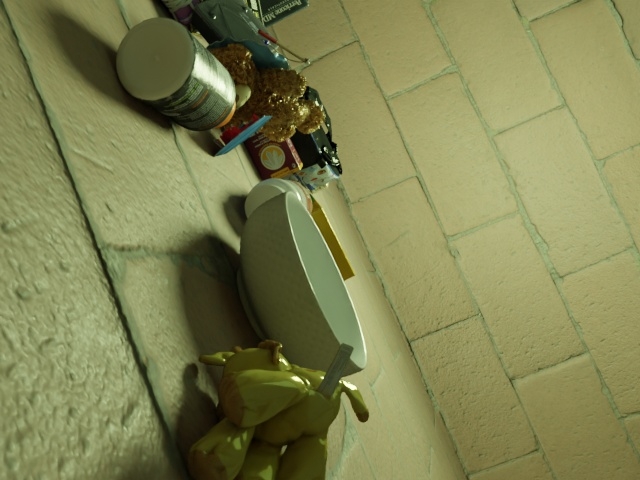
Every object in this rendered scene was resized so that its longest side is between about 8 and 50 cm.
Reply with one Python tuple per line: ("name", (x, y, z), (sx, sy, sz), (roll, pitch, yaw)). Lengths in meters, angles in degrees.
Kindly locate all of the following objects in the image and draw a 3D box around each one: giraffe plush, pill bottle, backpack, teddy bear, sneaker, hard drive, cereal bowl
("giraffe plush", (-0.068, 0.187, 0.722), (0.181, 0.210, 0.170), (49, -17, -28))
("pill bottle", (-0.221, -0.258, 1.027), (0.245, 0.130, 0.131), (24, 42, -77))
("backpack", (-0.048, -0.271, 1.837), (0.263, 0.213, 0.277), (30, 42, -62))
("teddy bear", (-0.131, -0.298, 1.367), (0.338, 0.245, 0.113), (44, 49, -68))
("sneaker", (-0.317, -0.545, 1.335), (0.282, 0.102, 0.161), (-97, 163, -63))
("pill bottle", (-0.092, -0.072, 1.328), (0.121, 0.121, 0.216), (66, 9, 0))
("hard drive", (-0.202, -0.496, 1.476), (0.172, 0.054, 0.255), (49, 28, -8))
("cereal bowl", (-0.047, 0.092, 1.082), (0.339, 0.141, 0.339), (62, 10, -19))

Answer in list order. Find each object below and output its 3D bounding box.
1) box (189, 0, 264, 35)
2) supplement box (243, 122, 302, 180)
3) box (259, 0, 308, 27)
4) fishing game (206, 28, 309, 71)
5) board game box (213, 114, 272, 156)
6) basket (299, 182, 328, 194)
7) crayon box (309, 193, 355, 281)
("box", (-0.267, -0.694, 1.622), (0.257, 0.079, 0.322), (-18, 97, -60))
("supplement box", (-0.134, -0.250, 1.604), (0.188, 0.104, 0.081), (63, 9, -13))
("box", (-0.251, -0.865, 1.943), (0.396, 0.293, 0.212), (61, 10, -24))
("fishing game", (-0.152, -0.389, 1.328), (0.189, 0.264, 0.041), (22, 73, -40))
("board game box", (-0.167, -0.229, 1.283), (0.033, 0.133, 0.169), (52, 11, -7))
("basket", (-0.037, -0.219, 2.098), (0.167, 0.103, 0.113), (-84, 149, -75))
("crayon box", (0.000, 0.000, 1.634), (0.202, 0.081, 0.318), (64, -1, -14))
